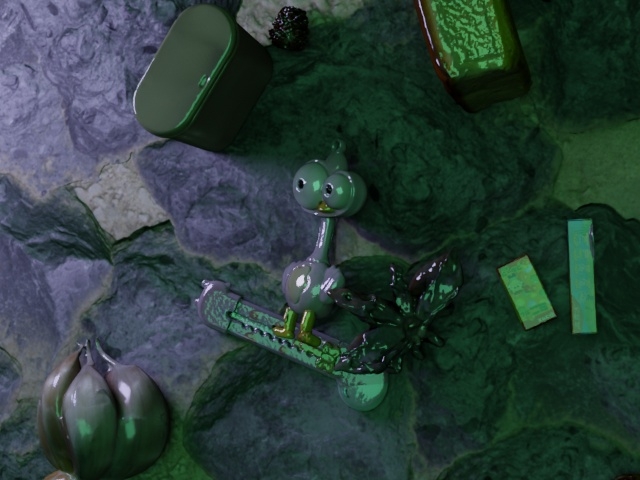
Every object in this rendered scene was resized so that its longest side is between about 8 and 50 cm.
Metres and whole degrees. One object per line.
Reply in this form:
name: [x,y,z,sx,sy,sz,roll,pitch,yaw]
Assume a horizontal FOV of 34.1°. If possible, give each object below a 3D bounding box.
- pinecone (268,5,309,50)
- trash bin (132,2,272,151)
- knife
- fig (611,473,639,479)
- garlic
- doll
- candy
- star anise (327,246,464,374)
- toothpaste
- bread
pinecone: [-0.055,-0.388,1.912,0.077,0.077,0.083,9,62,15]
trash bin: [-0.199,-0.280,1.849,0.121,0.247,0.243,33,96,14]
knife: [-0.057,0.182,1.892,0.398,0.038,0.132,23,90,15]
fig: [0.518,0.432,1.716,0.084,0.082,0.098,-38,113,-8]
garlic: [-0.413,0.335,1.940,0.237,0.210,0.292,13,95,49]
doll: [0.001,0.000,1.838,0.160,0.094,0.366,8,89,52]
candy: [0.354,0.089,1.790,0.062,0.038,0.122,-26,81,12]
star anise: [0.133,0.137,1.775,0.257,0.110,0.199,-16,109,-17]
toothpaste: [0.439,0.061,1.753,0.044,0.070,0.194,-3,86,13]
bread: [0.234,-0.391,1.706,0.143,0.323,0.333,-16,81,14]
